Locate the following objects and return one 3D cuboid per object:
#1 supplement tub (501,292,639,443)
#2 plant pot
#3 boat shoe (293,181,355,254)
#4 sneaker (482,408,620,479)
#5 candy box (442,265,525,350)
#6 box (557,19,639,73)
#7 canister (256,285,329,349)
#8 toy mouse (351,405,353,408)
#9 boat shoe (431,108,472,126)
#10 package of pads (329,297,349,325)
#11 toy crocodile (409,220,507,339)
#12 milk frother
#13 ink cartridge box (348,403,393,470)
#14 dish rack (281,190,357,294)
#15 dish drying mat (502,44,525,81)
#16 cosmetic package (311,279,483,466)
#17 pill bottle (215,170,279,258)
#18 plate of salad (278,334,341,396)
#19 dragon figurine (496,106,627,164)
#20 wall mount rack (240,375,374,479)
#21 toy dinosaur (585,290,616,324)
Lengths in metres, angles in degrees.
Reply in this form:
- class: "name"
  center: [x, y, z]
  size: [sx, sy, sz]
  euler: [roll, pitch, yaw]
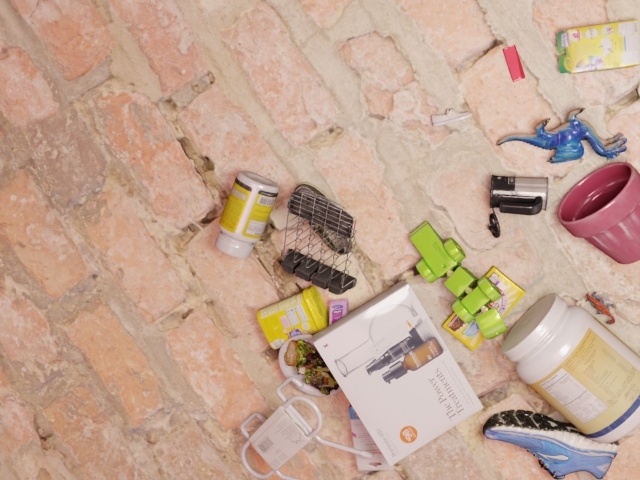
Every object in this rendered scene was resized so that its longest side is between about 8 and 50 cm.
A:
- class: "supplement tub"
  center: [0.614, 0.299, 1.753]
  size: [0.316, 0.228, 0.228]
  euler: [42, 105, 3]
- class: "plant pot"
  center: [0.686, -0.050, 1.706]
  size: [0.201, 0.201, 0.180]
  euler: [-41, 104, 16]
- class: "boat shoe"
  center: [0.009, -0.056, 1.908]
  size: [0.080, 0.073, 0.223]
  euler: [-37, 91, 14]
- class: "sneaker"
  center: [0.571, 0.528, 1.854]
  size: [0.330, 0.130, 0.147]
  euler: [12, 100, 10]
- class: "candy box"
  center: [0.416, 0.174, 1.880]
  size: [0.105, 0.027, 0.206]
  euler: [38, 105, 3]
- class: "box"
  center: [0.646, -0.448, 1.715]
  size: [0.179, 0.043, 0.105]
  euler: [-4, 99, 11]
- class: "canister"
  center: [-0.071, 0.209, 1.973]
  size: [0.170, 0.073, 0.126]
  euler: [-23, 96, 17]
- class: "toy mouse"
  center: [0.123, 0.368, 1.960]
  size: [0.143, 0.031, 0.161]
  euler: [-2, 74, 20]
- class: "boat shoe"
  center: [0.323, -0.308, 1.816]
  size: [0.100, 0.035, 0.035]
  euler: [-11, 100, 21]
- class: "package of pads"
  center: [0.049, 0.194, 1.943]
  size: [0.050, 0.083, 0.032]
  euler: [-10, 142, 16]
- class: "toy crocodile"
  center: [0.346, 0.096, 1.837]
  size: [0.115, 0.105, 0.340]
  euler: [-44, 71, 15]
- class: "milk frother"
  center: [0.480, -0.081, 1.797]
  size: [0.135, 0.129, 0.143]
  euler: [4, 143, 12]
- class: "ink cartridge box"
  center: [0.143, 0.521, 1.983]
  size: [0.104, 0.061, 0.181]
  euler: [-5, 98, 15]
- class: "dish rack"
  center: [0.000, 0.000, 1.851]
  size: [0.208, 0.074, 0.271]
  euler: [23, 128, 20]
- class: "dish drying mat"
  center: [0.467, -0.427, 1.776]
  size: [0.032, 0.008, 0.083]
  euler: [-18, 94, 14]
- class: "cosmetic package"
  center: [0.194, 0.334, 1.874]
  size: [0.284, 0.097, 0.377]
  euler: [-32, 95, 0]
- class: "pill bottle"
  center: [-0.196, -0.067, 1.930]
  size: [0.119, 0.119, 0.208]
  euler: [25, 104, 8]
- class: "plate of salad"
  center: [-0.022, 0.339, 1.951]
  size: [0.200, 0.048, 0.200]
  euler: [9, 118, 16]
- class: "dragon figurine"
  center: [0.575, -0.225, 1.746]
  size: [0.289, 0.085, 0.144]
  euler: [-17, 95, 14]
- class: "wall mount rack"
  center: [-0.047, 0.540, 1.965]
  size: [0.304, 0.130, 0.350]
  euler: [47, 125, 9]
- class: "toy dinosaur"
  center: [0.685, 0.170, 1.800]
  size: [0.047, 0.090, 0.082]
  euler: [-52, 54, 30]
